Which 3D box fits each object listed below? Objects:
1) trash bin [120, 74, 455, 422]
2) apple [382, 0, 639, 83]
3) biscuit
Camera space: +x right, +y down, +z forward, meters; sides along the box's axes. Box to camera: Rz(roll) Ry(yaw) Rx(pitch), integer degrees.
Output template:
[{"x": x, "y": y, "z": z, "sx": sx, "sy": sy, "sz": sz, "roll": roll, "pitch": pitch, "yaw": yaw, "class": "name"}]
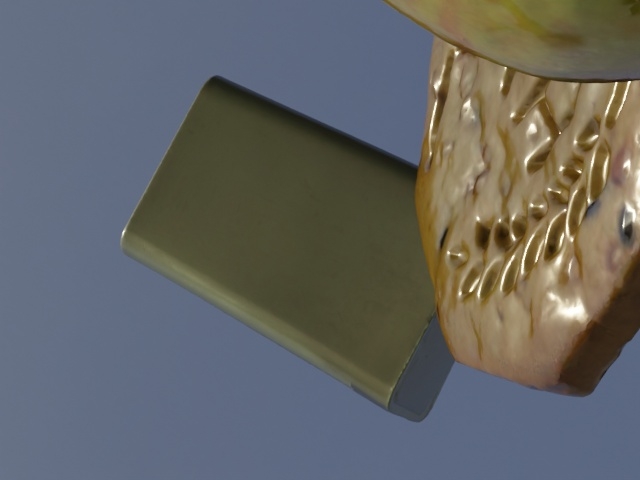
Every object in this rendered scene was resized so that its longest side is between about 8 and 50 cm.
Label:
[{"x": 0.000, "y": 0.000, "z": 1.286, "sx": 0.164, "sy": 0.240, "sz": 0.122, "roll": -61, "pitch": -18, "yaw": -2, "class": "trash bin"}, {"x": 0.082, "y": -0.173, "z": 0.455, "sx": 0.261, "sy": 0.261, "sz": 0.194, "roll": -41, "pitch": -27, "yaw": -11, "class": "apple"}, {"x": 0.131, "y": -0.086, "z": 1.002, "sx": 0.046, "sy": 0.359, "sz": 0.359, "roll": 10, "pitch": -81, "yaw": -19, "class": "biscuit"}]
